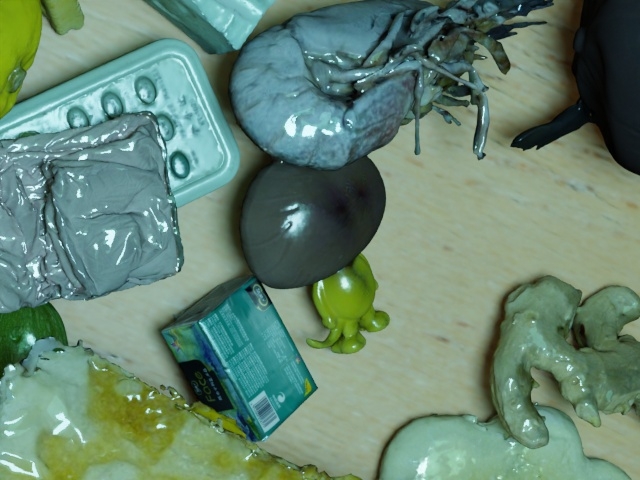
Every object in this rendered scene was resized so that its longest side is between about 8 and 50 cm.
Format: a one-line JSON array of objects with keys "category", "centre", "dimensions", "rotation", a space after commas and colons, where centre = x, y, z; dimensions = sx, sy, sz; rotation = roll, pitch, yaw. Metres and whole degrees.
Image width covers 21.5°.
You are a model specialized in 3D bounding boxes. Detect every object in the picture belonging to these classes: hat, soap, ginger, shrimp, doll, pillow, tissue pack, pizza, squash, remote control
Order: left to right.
[{"category": "pillow", "centre": [-0.226, -0.012, 1.243], "dimensions": [0.248, 0.049, 0.135], "rotation": [-11, 101, -14]}, {"category": "remote control", "centre": [-0.230, -0.039, 1.299], "dimensions": [0.335, 0.065, 0.128], "rotation": [-26, 103, -15]}, {"category": "squash", "centre": [-0.218, 0.146, 1.311], "dimensions": [0.077, 0.068, 0.219], "rotation": [-17, 99, -18]}, {"category": "soap", "centre": [-0.133, -0.227, 1.295], "dimensions": [0.198, 0.114, 0.063], "rotation": [37, 83, -15]}, {"category": "pizza", "centre": [-0.125, 0.298, 1.301], "dimensions": [0.435, 0.080, 0.392], "rotation": [28, 103, -22]}, {"category": "tissue pack", "centre": [-0.071, 0.099, 1.357], "dimensions": [0.085, 0.079, 0.111], "rotation": [-40, 106, -45]}, {"category": "doll", "centre": [-0.006, 0.005, 1.358], "dimensions": [0.145, 0.096, 0.188], "rotation": [-14, 108, -42]}, {"category": "shrimp", "centre": [0.079, -0.141, 1.343], "dimensions": [0.343, 0.145, 0.116], "rotation": [-22, 140, -31]}, {"category": "ginger", "centre": [0.256, 0.100, 1.457], "dimensions": [0.258, 0.065, 0.149], "rotation": [0, 75, -29]}, {"category": "hat", "centre": [0.272, -0.194, 1.383], "dimensions": [0.209, 0.238, 0.336], "rotation": [19, 50, 4]}]

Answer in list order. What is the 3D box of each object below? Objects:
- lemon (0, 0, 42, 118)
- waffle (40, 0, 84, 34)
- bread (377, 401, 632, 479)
[{"category": "lemon", "centre": [-0.295, -0.175, 1.220], "dimensions": [0.170, 0.170, 0.207], "rotation": [-44, 92, -11]}, {"category": "waffle", "centre": [-0.260, -0.252, 1.308], "dimensions": [0.032, 0.125, 0.191], "rotation": [-41, 70, -14]}, {"category": "bread", "centre": [0.141, 0.288, 1.445], "dimensions": [0.316, 0.054, 0.316], "rotation": [-2, 95, -19]}]
